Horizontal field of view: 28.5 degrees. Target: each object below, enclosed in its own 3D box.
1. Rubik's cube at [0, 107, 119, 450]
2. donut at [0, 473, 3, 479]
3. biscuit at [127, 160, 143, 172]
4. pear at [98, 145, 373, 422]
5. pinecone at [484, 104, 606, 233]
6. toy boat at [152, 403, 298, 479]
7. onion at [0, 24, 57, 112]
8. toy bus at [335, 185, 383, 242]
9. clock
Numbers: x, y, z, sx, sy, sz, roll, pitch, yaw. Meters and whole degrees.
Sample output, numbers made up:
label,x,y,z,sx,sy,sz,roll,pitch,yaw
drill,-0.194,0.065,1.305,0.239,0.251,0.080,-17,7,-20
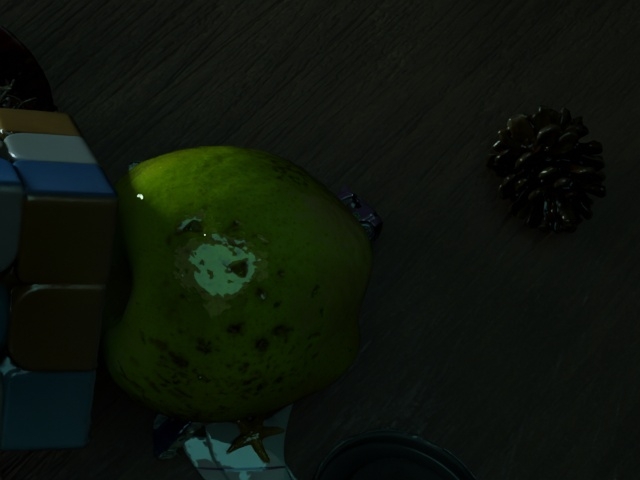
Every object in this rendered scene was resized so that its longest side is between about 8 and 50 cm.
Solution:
label,x,y,z,sx,sy,sz,roll,pitch,yaw
Rubik's cube,-0.462,0.036,1.560,0.344,0.347,0.346,3,109,-24
donut,-0.623,0.369,1.608,0.449,0.198,0.448,3,70,-9
biscuit,-0.195,-0.052,1.883,0.199,0.040,0.121,6,74,-5
pear,-0.109,0.051,1.642,0.391,0.391,0.391,2,72,-7
pinecone,0.350,-0.104,1.921,0.179,0.150,0.195,-7,77,-16
toy boat,-0.103,0.300,1.789,0.220,0.067,0.291,-35,92,-16
onion,-0.528,-0.170,1.786,0.314,0.232,0.313,0,96,-4
toy bus,0.000,0.000,1.870,0.178,0.087,0.098,-31,73,-14
clock,0.110,0.389,1.724,0.281,0.055,0.280,13,47,-14
